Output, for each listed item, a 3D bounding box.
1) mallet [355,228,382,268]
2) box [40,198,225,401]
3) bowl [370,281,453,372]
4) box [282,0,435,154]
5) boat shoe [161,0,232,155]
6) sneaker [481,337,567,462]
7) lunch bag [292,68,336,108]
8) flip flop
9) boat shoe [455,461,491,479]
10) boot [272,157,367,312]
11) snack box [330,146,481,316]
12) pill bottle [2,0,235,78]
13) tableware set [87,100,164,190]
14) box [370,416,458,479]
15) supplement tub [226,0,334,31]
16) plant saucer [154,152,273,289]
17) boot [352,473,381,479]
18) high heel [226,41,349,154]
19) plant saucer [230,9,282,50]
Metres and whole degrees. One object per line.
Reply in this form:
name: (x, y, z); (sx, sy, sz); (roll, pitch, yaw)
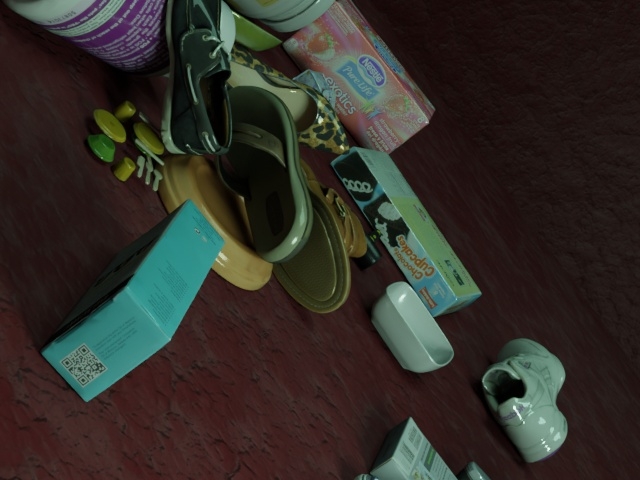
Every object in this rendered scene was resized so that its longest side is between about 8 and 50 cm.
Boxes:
mallet: (0.084, 0.009, 1.924); (0.062, 0.039, 0.190); (56, 13, 7)
box: (-0.162, 0.046, 1.084); (0.060, 0.100, 0.244); (51, 18, -11)
bowl: (0.130, 0.134, 1.760); (0.142, 0.053, 0.142); (55, 17, 8)
box: (0.078, -0.320, 2.361); (0.300, 0.142, 0.154); (52, 18, -6)
boat shoe: (-0.133, -0.215, 1.405); (0.084, 0.079, 0.233); (-7, 102, -55)
sneaker: (0.335, 0.231, 2.000); (0.152, 0.114, 0.305); (49, 17, -18)
lunch bag: (-0.006, -0.268, 2.195); (0.083, 0.053, 0.071); (66, 20, 9)
flip flop: (-0.084, -0.091, 1.453); (0.080, 0.112, 0.277); (19, 40, -37)
boat shoe: (0.231, 0.358, 1.608); (0.142, 0.040, 0.049); (50, 8, -10)
boot: (0.000, 0.000, 1.634); (0.283, 0.109, 0.220); (55, 11, 31)
snack box: (0.154, -0.017, 2.107); (0.322, 0.060, 0.187); (57, 18, 12)
pill bottle: (-0.236, -0.297, 1.448); (0.301, 0.169, 0.169); (26, 32, -57)
tableware set: (-0.224, -0.114, 1.373); (0.104, 0.024, 0.154); (42, 21, -24)
box: (0.141, 0.319, 1.451); (0.186, 0.038, 0.145); (52, 17, -2)
supplement tub: (-0.124, -0.542, 2.101); (0.331, 0.241, 0.241); (37, 23, -43)
plant saucer: (-0.120, -0.031, 1.453); (0.200, 0.037, 0.200); (47, 17, -20)
boot: (0.122, 0.314, 1.326); (0.190, 0.086, 0.069); (49, 18, -16)
high heel: (-0.069, -0.210, 1.833); (0.261, 0.093, 0.186); (41, 14, 2)
plant saucer: (-0.170, -0.354, 1.840); (0.241, 0.037, 0.241); (30, 7, -4)
